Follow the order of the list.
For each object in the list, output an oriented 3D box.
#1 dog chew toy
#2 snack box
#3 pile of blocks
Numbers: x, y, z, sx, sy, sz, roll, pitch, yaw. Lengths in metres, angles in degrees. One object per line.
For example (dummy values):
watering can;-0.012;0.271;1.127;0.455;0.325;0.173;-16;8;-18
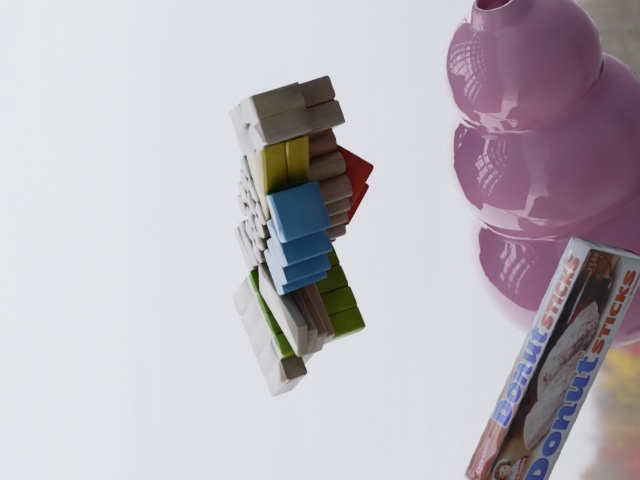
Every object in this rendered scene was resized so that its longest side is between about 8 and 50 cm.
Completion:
dog chew toy;0.200;-0.067;1.442;0.207;0.206;0.332;-76;-33;-49
snack box;0.155;0.086;1.146;0.064;0.022;0.178;12;-74;-43
pile of blocks;0.000;0.000;1.511;0.362;0.112;0.149;92;154;-51
